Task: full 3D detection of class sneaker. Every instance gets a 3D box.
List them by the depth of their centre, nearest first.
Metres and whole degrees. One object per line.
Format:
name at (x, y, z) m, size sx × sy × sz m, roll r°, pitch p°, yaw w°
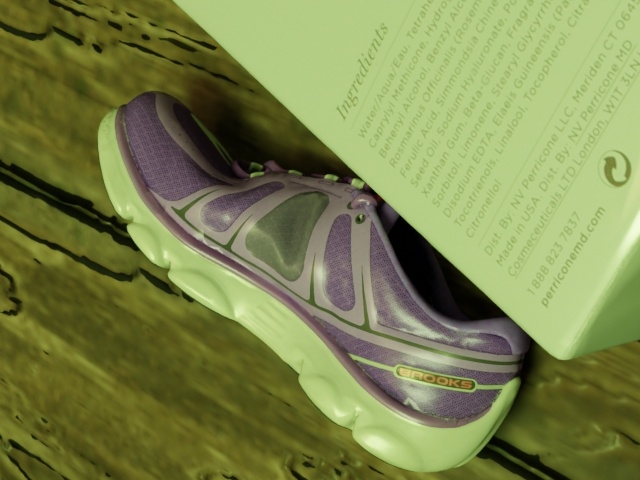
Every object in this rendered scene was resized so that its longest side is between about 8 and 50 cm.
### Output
sneaker at (0.000, 0.000, 0.539) m, size 0.170 × 0.068 × 0.071 m, roll 39°, pitch 104°, yaw 21°

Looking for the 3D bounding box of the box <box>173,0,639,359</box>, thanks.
box at (0.058, -0.066, 0.421) m, size 0.170 × 0.130 × 0.091 m, roll 45°, pitch 123°, yaw 28°
